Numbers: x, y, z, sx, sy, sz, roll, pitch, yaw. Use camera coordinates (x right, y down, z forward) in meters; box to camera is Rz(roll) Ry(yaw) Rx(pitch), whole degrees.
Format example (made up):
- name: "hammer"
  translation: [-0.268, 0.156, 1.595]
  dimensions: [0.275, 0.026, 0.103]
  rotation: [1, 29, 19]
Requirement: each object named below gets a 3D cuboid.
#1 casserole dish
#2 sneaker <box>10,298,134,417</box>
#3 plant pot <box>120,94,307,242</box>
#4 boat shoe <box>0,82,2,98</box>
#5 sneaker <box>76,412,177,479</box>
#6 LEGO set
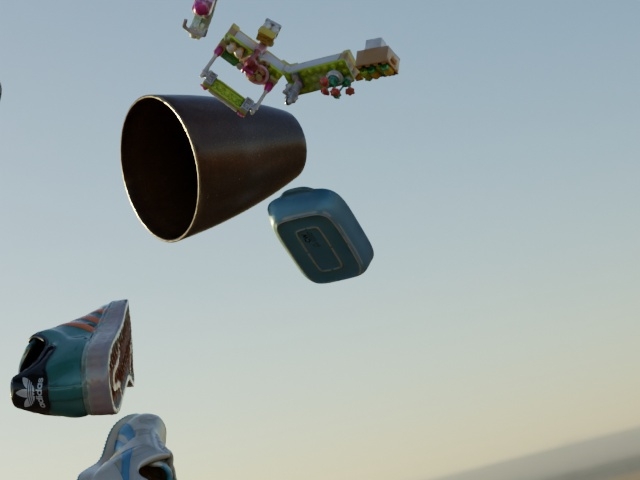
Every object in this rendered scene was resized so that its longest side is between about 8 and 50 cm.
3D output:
- name: "casserole dish"
  translation: [0.000, 0.000, 2.352]
  dimensions: [0.114, 0.037, 0.188]
  rotation: [-13, -45, 20]
- name: "sneaker"
  translation: [-0.278, 0.131, 1.941]
  dimensions: [0.121, 0.108, 0.302]
  rotation: [-3, 7, 0]
- name: "plant pot"
  translation: [-0.142, -0.122, 2.528]
  dimensions: [0.230, 0.215, 0.215]
  rotation: [-12, -8, -35]
- name: "boat shoe"
  translation: [-0.378, -0.105, 1.816]
  dimensions: [0.056, 0.049, 0.152]
  rotation: [15, -60, -37]
- name: "sneaker"
  translation: [-0.207, 0.266, 1.984]
  dimensions: [0.092, 0.087, 0.229]
  rotation: [-6, 18, 12]
- name: "LEGO set"
  translation: [-0.049, -0.217, 2.210]
  dimensions: [0.287, 0.107, 0.132]
  rotation: [19, -48, 8]
